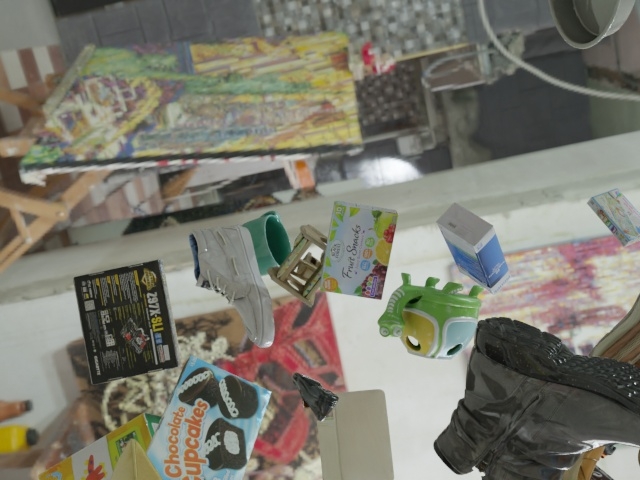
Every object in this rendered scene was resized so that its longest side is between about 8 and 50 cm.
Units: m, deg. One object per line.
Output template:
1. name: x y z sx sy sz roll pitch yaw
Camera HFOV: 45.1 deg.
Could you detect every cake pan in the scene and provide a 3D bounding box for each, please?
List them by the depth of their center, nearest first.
1. cake pan: 0.550 -0.540 1.557 0.293 0.054 0.293 172 -90 -80

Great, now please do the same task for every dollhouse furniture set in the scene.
1. dollhouse furniture set: 0.000 0.000 1.429 0.101 0.182 0.161 36 16 -7

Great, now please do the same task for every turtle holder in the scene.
1. turtle holder: 0.322 0.222 2.199 0.320 0.243 0.227 8 92 -69

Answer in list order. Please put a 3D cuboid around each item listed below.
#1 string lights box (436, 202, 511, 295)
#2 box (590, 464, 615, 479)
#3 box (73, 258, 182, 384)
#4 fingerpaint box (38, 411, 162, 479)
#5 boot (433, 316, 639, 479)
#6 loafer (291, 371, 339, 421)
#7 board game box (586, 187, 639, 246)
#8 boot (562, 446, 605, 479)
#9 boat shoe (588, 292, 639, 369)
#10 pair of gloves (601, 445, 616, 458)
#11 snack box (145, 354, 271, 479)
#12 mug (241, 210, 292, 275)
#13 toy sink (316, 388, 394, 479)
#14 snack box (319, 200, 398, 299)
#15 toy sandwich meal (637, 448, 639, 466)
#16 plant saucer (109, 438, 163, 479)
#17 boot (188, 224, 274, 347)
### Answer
1. string lights box: 0.401 0.026 2.003 0.133 0.077 0.260 38 -10 38
2. box: 0.492 0.565 1.560 0.168 0.167 0.203 -140 -129 -62
3. box: -0.559 0.236 2.238 0.079 0.257 0.322 100 -22 -85
4. fingerpaint box: -0.509 0.749 2.043 0.445 0.371 0.163 63 10 28
5. boot: 0.317 0.254 0.967 0.118 0.338 0.223 -3 111 -48
6. loafer: -0.025 0.335 1.675 0.061 0.062 0.170 -65 -154 -1
7. board game box: 0.788 -0.062 2.020 0.154 0.103 0.026 58 -30 26
8. boot: 0.413 0.387 1.345 0.211 0.104 0.295 104 8 -56
9. boat shoe: 0.494 0.176 1.145 0.116 0.123 0.324 57 -45 47
10. pair of gloves: 0.519 0.378 1.463 0.074 0.083 0.010 -10 127 -52
11. snack box: -0.229 0.397 1.484 0.060 0.187 0.322 -55 -168 46
12. mug: -0.133 0.013 1.752 0.129 0.097 0.158 70 20 -8
13. toy sink: 0.085 0.515 2.013 0.131 0.152 0.234 150 -64 -62
14. snack box: 0.059 0.015 1.200 0.037 0.100 0.141 -88 -173 -76
15. toy sandwich meal: 0.510 0.318 1.128 0.029 0.085 0.086 42 27 -32
16. plant saucer: -0.177 0.458 0.943 0.333 0.081 0.333 65 -7 -20
17. boot: -0.175 0.088 1.449 0.095 0.123 0.258 -58 -136 49
